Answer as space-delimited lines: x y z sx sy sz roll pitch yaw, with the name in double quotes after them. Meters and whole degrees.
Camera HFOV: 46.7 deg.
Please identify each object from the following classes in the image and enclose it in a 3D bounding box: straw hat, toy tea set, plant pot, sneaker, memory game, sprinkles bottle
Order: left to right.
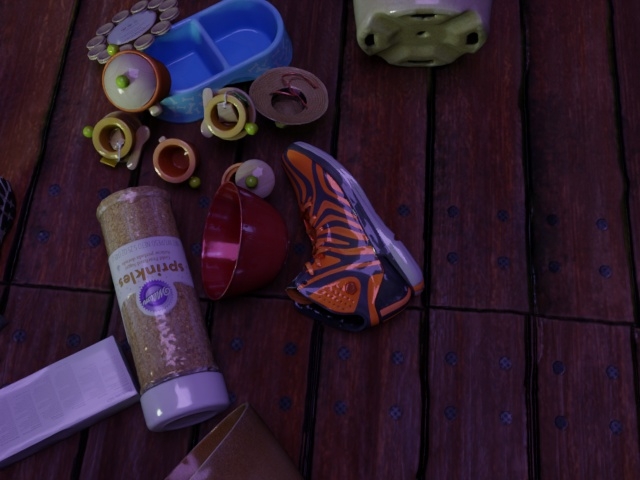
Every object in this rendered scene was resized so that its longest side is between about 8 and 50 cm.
-0.539 -0.026 1.175 0.071 0.068 0.170 8 69 8 "sneaker"
-0.328 -0.370 1.301 0.186 0.012 0.186 -15 44 15 "memory game"
-0.239 0.097 1.105 0.121 0.121 0.355 -17 69 -8 "sprinkles bottle"
-0.220 -0.170 1.174 0.336 0.124 0.200 21 104 5 "toy tea set"
-0.089 0.384 0.958 0.254 0.237 0.237 45 73 -2 "plant pot"
-0.055 -0.228 1.273 0.144 0.061 0.144 6 52 -8 "straw hat"
0.000 0.000 1.149 0.180 0.124 0.321 -34 73 -15 "sneaker"
0.175 -0.480 1.266 0.333 0.334 0.305 2 79 -1 "plant pot"

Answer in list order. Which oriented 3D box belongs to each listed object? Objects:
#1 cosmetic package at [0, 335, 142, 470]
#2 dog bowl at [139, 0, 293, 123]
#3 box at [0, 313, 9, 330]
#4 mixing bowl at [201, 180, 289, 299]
-0.388 0.239 1.075 0.239 0.060 0.099 -25 69 -11 "cosmetic package"
-0.188 -0.326 1.301 0.297 0.074 0.166 -30 72 -13 "dog bowl"
-0.561 0.057 1.097 0.186 0.145 0.038 38 71 12 "box"
-0.109 0.005 1.134 0.098 0.181 0.181 7 66 -25 "mixing bowl"
